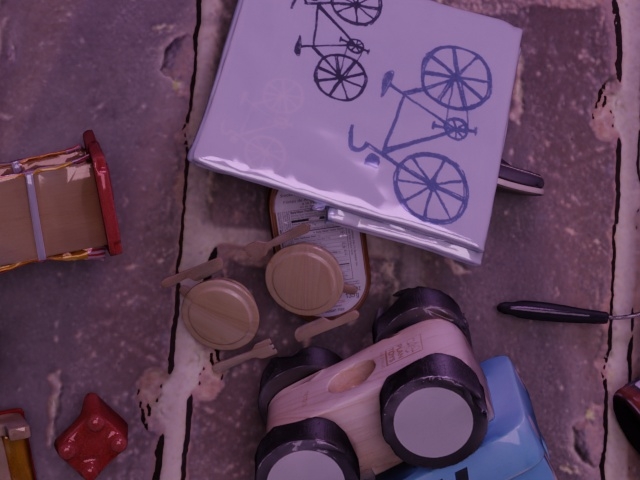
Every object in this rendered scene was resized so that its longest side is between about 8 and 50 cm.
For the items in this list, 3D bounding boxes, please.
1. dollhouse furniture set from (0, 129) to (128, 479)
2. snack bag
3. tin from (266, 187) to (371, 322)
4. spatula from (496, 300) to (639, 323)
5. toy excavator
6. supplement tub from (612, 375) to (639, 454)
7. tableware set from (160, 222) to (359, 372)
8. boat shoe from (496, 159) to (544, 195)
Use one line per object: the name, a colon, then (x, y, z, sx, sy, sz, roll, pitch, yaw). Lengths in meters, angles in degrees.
dollhouse furniture set: (-0.303, 0.089, 1.771, 0.201, 0.152, 0.374, -10, 103, -10)
snack bag: (0.043, -0.152, 1.821, 0.343, 0.037, 0.323, 16, 58, -5)
tin: (0.000, 0.000, 1.830, 0.106, 0.040, 0.189, -9, 103, -5)
spatula: (0.349, 0.079, 1.887, 0.297, 0.084, 0.030, -1, 88, -2)
toy excavator: (0.194, 0.273, 1.772, 0.433, 0.222, 0.445, -27, 110, 9)
supplement tub: (0.436, 0.168, 1.871, 0.198, 0.106, 0.106, -29, 89, -10)
tableware set: (-0.060, 0.057, 1.806, 0.194, 0.039, 0.128, -22, 109, 21)
boat shoe: (0.161, -0.103, 1.872, 0.206, 0.075, 0.065, 18, 85, -2)
